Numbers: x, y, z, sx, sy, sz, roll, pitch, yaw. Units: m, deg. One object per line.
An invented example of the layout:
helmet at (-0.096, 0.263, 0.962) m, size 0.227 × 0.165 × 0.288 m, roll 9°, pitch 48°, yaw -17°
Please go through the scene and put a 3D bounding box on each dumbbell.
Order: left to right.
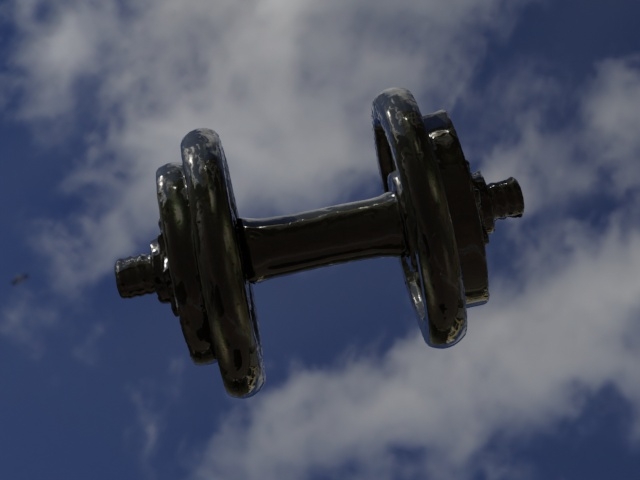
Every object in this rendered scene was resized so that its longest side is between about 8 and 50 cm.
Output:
dumbbell at (0.000, 0.000, 0.904) m, size 0.290 × 0.192 × 0.192 m, roll -12°, pitch -59°, yaw -2°
